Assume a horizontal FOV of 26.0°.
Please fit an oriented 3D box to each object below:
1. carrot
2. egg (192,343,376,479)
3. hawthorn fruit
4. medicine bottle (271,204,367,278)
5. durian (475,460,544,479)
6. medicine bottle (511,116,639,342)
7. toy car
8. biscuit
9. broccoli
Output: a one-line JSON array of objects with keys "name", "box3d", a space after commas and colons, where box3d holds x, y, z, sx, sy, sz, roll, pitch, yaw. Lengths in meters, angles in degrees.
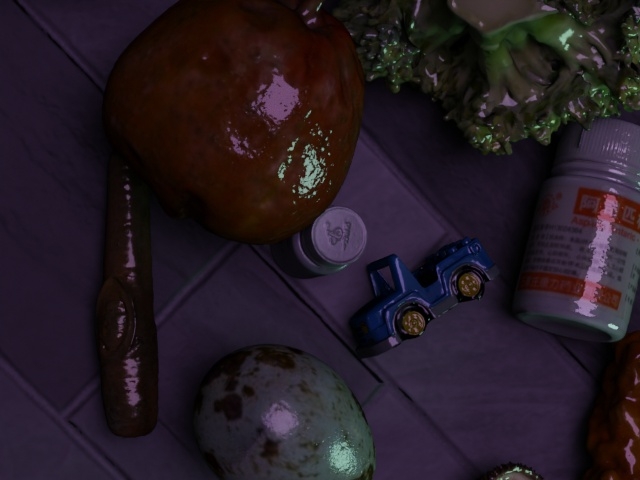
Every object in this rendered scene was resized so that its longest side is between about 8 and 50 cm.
[{"name": "carrot", "box3d": [-0.211, 0.043, 1.508, 0.070, 0.070, 0.342, 0, 83, -19]}, {"name": "egg", "box3d": [-0.034, 0.208, 1.499, 0.231, 0.169, 0.169, 38, 74, -25]}, {"name": "hawthorn fruit", "box3d": [-0.072, -0.159, 1.446, 0.277, 0.277, 0.298, 31, 117, -14]}, {"name": "medicine bottle", "box3d": [0.000, 0.000, 1.549, 0.080, 0.130, 0.080, 2, 84, -20]}, {"name": "durian", "box3d": [0.201, 0.318, 1.620, 0.140, 0.071, 0.110, -20, 97, -36]}, {"name": "medicine bottle", "box3d": [0.322, -0.013, 1.658, 0.145, 0.144, 0.252, 19, 76, -17]}, {"name": "toy car", "box3d": [0.110, 0.054, 1.600, 0.191, 0.097, 0.100, -34, 92, -20]}, {"name": "biscuit", "box3d": [0.467, 0.288, 1.685, 0.312, 0.110, 0.318, 18, 76, -13]}, {"name": "broccoli", "box3d": [0.188, -0.252, 1.567, 0.277, 0.338, 0.317, -53, 147, 11]}]
